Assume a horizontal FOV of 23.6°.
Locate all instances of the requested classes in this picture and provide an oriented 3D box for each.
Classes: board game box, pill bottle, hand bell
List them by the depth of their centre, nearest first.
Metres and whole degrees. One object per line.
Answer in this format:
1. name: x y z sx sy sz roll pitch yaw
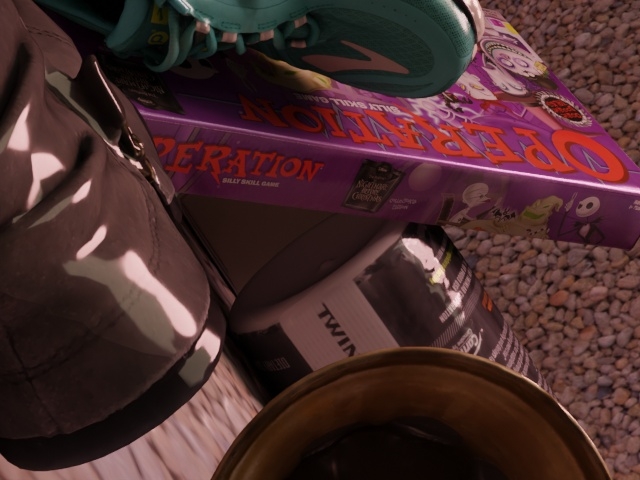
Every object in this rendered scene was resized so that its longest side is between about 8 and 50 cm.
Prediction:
1. hand bell: 0.006 0.094 0.543 0.126 0.126 0.242 55 -8 -5
2. board game box: 0.002 -0.088 0.839 0.347 0.056 0.208 6 39 -33
3. pill bottle: 0.067 0.103 0.865 0.245 0.130 0.130 55 3 -14

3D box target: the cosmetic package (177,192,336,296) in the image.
1. cosmetic package: 0.000 0.000 1.105 0.160 0.113 0.309 56 2 -2

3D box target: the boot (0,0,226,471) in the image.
1. boot: -0.131 -0.105 0.414 0.222 0.118 0.338 57 13 -42

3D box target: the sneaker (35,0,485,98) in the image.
1. sneaker: -0.058 -0.117 0.716 0.275 0.107 0.110 17 49 -9
